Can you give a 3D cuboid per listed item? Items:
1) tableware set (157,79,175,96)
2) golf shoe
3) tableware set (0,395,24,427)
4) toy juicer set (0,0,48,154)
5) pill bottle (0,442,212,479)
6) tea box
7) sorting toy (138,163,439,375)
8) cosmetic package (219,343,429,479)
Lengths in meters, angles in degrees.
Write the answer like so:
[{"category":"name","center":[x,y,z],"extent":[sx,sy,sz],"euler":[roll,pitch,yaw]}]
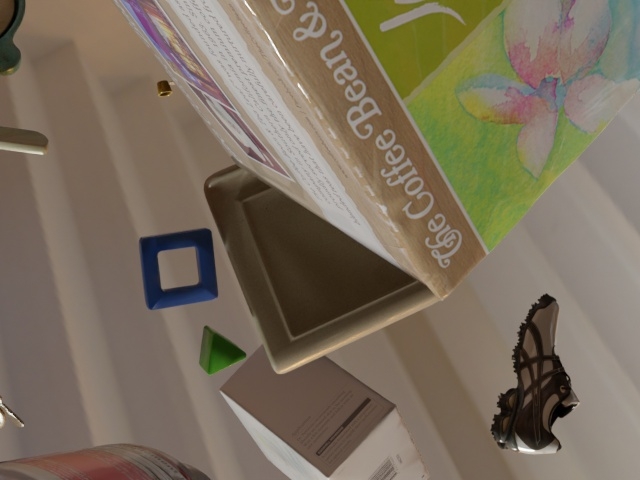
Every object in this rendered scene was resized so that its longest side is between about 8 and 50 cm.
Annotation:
[{"category":"tableware set","center":[-0.185,-0.248,1.718],"extent":[0.104,0.154,0.024],"euler":[-7,-100,-48]},{"category":"golf shoe","center":[0.274,0.165,1.402],"extent":[0.077,0.094,0.198],"euler":[43,-119,-63]},{"category":"tableware set","center":[-0.476,0.180,1.507],"extent":[0.039,0.128,0.194],"euler":[-79,-29,-43]},{"category":"toy juicer set","center":[-0.399,-0.220,1.162],"extent":[0.089,0.209,0.329],"euler":[97,160,-61]},{"category":"pill bottle","center":[-0.238,0.327,1.181],"extent":[0.229,0.229,0.407],"euler":[64,-168,13]},{"category":"tea box","center":[0.042,-0.211,0.610],"extent":[0.220,0.323,0.329],"euler":[35,167,46]},{"category":"sorting toy","center":[0.006,-0.002,1.042],"extent":[0.047,0.347,0.196],"euler":[26,138,68]},{"category":"cosmetic package","center":[0.007,0.271,1.629],"extent":[0.224,0.138,0.224],"euler":[34,161,36]}]
